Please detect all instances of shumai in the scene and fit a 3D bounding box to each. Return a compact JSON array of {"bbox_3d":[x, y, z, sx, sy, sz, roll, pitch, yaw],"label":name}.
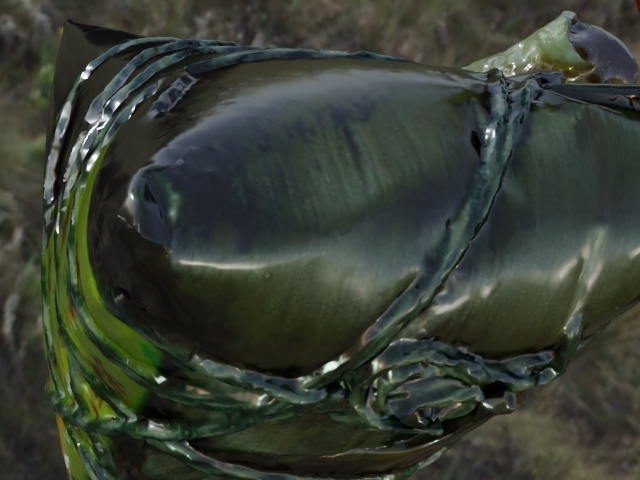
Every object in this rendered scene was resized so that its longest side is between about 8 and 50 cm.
[{"bbox_3d":[0.227,-0.177,1.762,0.272,0.203,0.222,23,18,36],"label":"shumai"}]

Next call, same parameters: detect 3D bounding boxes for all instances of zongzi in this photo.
[{"bbox_3d":[-0.045,-0.025,0.760,0.319,0.383,0.362,-1,62,-35],"label":"zongzi"}]

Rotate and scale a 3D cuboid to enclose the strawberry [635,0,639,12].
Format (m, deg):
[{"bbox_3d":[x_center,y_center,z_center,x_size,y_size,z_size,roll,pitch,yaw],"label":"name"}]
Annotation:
[{"bbox_3d":[0.405,-0.341,1.429,0.351,0.312,0.267,-33,65,-28],"label":"strawberry"}]
